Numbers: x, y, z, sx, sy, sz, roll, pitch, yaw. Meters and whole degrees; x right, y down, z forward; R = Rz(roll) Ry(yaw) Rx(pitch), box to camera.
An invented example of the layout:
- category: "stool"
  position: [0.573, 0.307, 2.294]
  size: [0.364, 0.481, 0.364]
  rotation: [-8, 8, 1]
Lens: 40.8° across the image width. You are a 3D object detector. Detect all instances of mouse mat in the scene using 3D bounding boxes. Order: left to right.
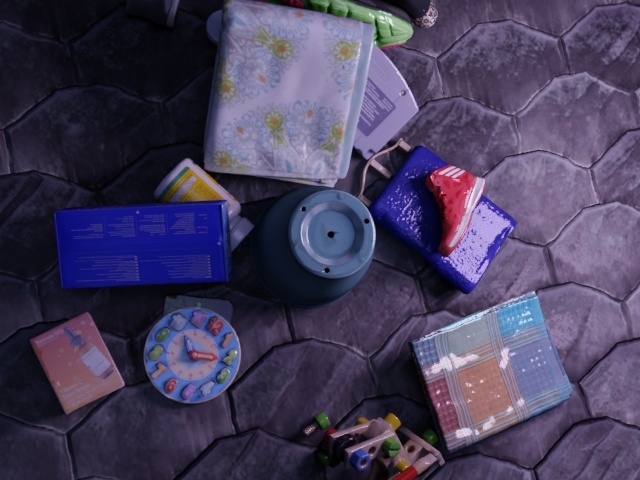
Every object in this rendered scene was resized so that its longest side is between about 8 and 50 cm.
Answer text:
- category: "mouse mat"
  position: [-0.274, 0.215, 1.873]
  size: [0.153, 0.007, 0.189]
  rotation: [7, 82, -11]

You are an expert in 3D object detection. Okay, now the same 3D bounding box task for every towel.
- category: "towel"
  position: [-0.072, -0.304, 1.834]
  size: [0.321, 0.090, 0.374]
  rotation: [6, 112, -15]
- category: "towel"
  position: [0.280, -0.049, 1.999]
  size: [0.308, 0.076, 0.227]
  rotation: [40, 69, -4]
- category: "towel"
  position: [0.392, 0.293, 1.952]
  size: [0.370, 0.040, 0.271]
  rotation: [-17, 87, -26]

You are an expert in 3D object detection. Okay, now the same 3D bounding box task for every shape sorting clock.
- category: "shape sorting clock"
  position: [-0.274, 0.245, 1.844]
  size: [0.206, 0.040, 0.206]
  rotation: [2, 82, -12]

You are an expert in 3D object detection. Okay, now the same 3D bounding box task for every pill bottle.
- category: "pill bottle"
  position: [-0.247, -0.069, 1.858]
  size: [0.208, 0.117, 0.117]
  rotation: [42, 76, -4]

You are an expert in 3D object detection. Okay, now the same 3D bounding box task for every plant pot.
- category: "plant pot"
  position: [0.000, 0.000, 1.833]
  size: [0.272, 0.255, 0.271]
  rotation: [2, 82, -12]

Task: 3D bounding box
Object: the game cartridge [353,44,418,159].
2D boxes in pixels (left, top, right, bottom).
- category: "game cartridge"
  position: [0.075, -0.345, 1.929]
  size: [0.196, 0.060, 0.294]
  rotation: [-43, 115, 9]

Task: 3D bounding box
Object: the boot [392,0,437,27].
- category: "boot"
  position: [0.177, -0.610, 2.035]
  size: [0.085, 0.236, 0.179]
  rotation: [-40, 135, 12]

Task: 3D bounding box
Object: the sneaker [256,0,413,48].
- category: "sneaker"
  position: [0.007, -0.590, 1.952]
  size: [0.483, 0.185, 0.202]
  rotation: [24, 76, -12]

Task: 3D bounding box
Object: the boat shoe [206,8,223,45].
- category: "boat shoe"
  position: [-0.112, -0.444, 1.946]
  size: [0.306, 0.105, 0.113]
  rotation: [2, 78, -19]

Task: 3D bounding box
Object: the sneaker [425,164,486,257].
- category: "sneaker"
  position: [0.276, -0.073, 1.931]
  size: [0.128, 0.087, 0.221]
  rotation: [27, 59, 0]

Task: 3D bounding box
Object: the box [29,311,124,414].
- category: "box"
  position: [-0.499, 0.252, 1.774]
  size: [0.130, 0.091, 0.170]
  rotation: [-27, 89, -14]

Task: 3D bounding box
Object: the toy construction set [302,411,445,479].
- category: "toy construction set"
  position: [0.161, 0.451, 1.799]
  size: [0.237, 0.309, 0.257]
  rotation: [-32, 98, -19]

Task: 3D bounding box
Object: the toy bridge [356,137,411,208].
- category: "toy bridge"
  position: [0.137, -0.166, 2.002]
  size: [0.063, 0.026, 0.188]
  rotation: [37, 76, -4]

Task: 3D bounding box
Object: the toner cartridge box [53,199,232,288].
- category: "toner cartridge box"
  position: [-0.362, 0.007, 1.779]
  size: [0.348, 0.075, 0.165]
  rotation: [-2, 99, 4]

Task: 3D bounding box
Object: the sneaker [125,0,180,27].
- category: "sneaker"
  position: [-0.360, -0.595, 1.921]
  size: [0.118, 0.083, 0.222]
  rotation: [13, 81, -10]
